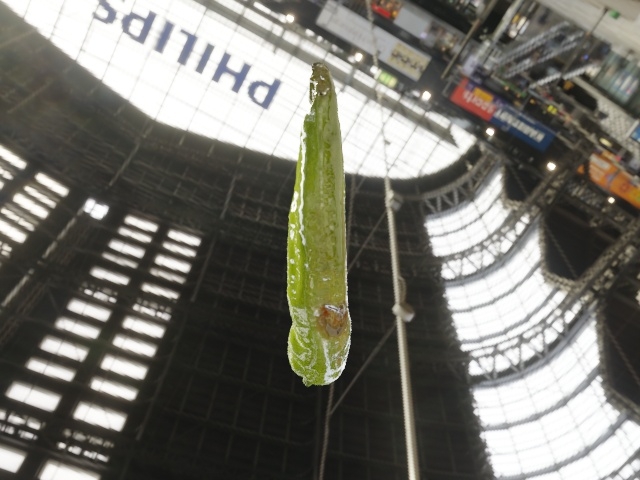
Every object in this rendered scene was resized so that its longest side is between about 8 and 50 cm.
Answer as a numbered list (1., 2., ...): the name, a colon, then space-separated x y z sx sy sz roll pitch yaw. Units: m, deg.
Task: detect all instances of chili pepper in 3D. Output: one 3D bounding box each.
1. chili pepper: 0.000 0.000 0.432 0.043 0.208 0.049 10 -164 30
